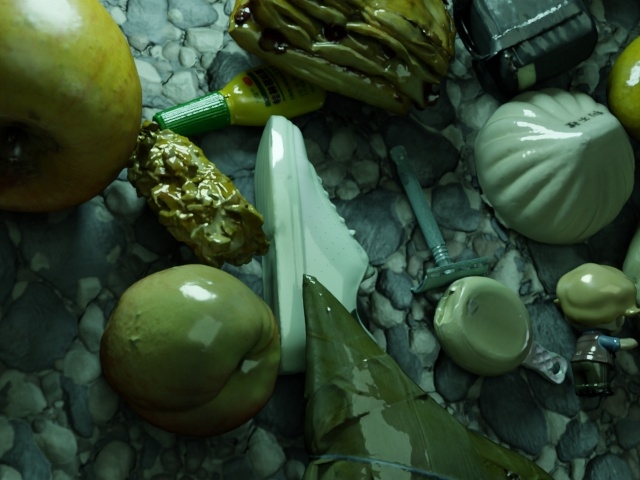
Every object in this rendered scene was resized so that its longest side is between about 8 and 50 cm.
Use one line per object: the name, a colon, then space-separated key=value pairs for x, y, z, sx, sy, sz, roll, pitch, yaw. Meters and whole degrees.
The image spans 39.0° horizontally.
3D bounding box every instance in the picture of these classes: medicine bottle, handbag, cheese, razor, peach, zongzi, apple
medicine bottle: x=-0.117 y=-0.198 z=1.311 sx=0.261 sy=0.064 sz=0.095 roll=-22 pitch=72 yaw=-24
handbag: x=0.306 y=-0.364 z=1.439 sx=0.182 sy=0.181 sz=0.254 roll=-25 pitch=83 yaw=5
cheese: x=0.266 y=0.143 z=1.298 sx=0.227 sy=0.064 sz=0.137 roll=31 pitch=70 yaw=-19
razor: x=0.155 y=-0.038 z=1.346 sx=0.106 sy=0.068 sz=0.231 roll=-10 pitch=66 yaw=-23
peach: x=-0.165 y=0.125 z=1.094 sx=0.233 sy=0.232 sz=0.232 roll=6 pitch=67 yaw=-16
zongzi: x=0.141 y=0.240 z=1.140 sx=0.356 sy=0.174 sz=0.392 roll=3 pitch=79 yaw=-20
apple: x=-0.366 y=-0.194 z=1.113 sx=0.299 sy=0.299 sz=0.275 roll=7 pitch=39 yaw=-15

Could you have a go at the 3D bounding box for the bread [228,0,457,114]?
bread: x=0.046 y=-0.345 z=1.328 sx=0.325 sy=0.167 sz=0.277 roll=19 pitch=42 yaw=-10

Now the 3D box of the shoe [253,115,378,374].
shoe: x=0.000 y=0.000 z=1.236 sx=0.160 sy=0.132 sz=0.362 roll=0 pitch=73 yaw=-17

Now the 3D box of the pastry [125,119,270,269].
pastry: x=-0.175 y=-0.064 z=1.171 sx=0.250 sy=0.154 sz=0.102 roll=43 pitch=96 yaw=25

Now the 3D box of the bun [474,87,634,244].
bun: x=0.384 y=-0.136 z=1.391 sx=0.263 sy=0.175 sz=0.263 roll=7 pitch=66 yaw=-17

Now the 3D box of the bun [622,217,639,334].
bun: x=0.635 y=0.054 z=1.359 sx=0.360 sy=0.211 sz=0.359 roll=3 pitch=78 yaw=-15

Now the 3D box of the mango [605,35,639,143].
mango: x=0.661 y=-0.226 z=1.490 sx=0.445 sy=0.220 sz=0.301 roll=-2 pitch=78 yaw=-18

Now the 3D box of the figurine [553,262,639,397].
figurine: x=0.410 y=0.131 z=1.331 sx=0.108 sy=0.114 sz=0.195 roll=4 pitch=76 yaw=-17
